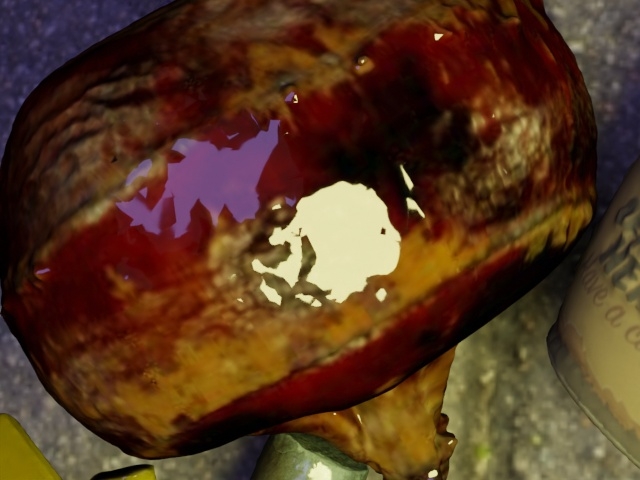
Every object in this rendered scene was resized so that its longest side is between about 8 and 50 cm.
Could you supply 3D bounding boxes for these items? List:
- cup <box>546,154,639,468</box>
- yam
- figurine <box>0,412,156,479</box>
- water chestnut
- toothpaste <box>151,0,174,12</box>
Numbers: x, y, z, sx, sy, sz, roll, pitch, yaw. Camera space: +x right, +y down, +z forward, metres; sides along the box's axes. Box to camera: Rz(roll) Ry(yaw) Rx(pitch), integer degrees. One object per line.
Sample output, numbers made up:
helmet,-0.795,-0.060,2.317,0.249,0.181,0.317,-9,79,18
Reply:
cup,0.280,0.034,0.992,0.301,0.227,0.257,39,108,-4
yam,-0.031,0.193,1.129,0.068,0.068,0.169,21,86,25
figurine,-0.219,0.190,1.151,0.327,0.169,0.218,22,91,26
water chestnut,0.000,0.000,1.039,0.350,0.350,0.302,-29,91,14
toothpaste,-0.057,-0.136,1.231,0.282,0.068,0.099,-44,95,-3
